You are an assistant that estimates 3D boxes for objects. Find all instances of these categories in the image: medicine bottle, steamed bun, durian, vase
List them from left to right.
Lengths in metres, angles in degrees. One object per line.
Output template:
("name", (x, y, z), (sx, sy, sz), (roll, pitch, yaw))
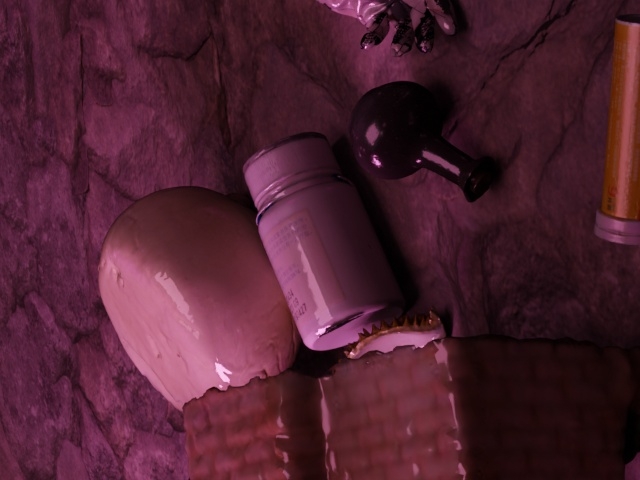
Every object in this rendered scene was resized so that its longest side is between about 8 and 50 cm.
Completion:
("steamed bun", (-0.141, 0.074, 2.064), (0.334, 0.233, 0.312), (51, 153, 11))
("medicine bottle", (0.000, 0.000, 1.922), (0.143, 0.143, 0.258), (-45, 63, 54))
("durian", (0.090, 0.191, 1.890), (0.139, 0.144, 0.252), (13, 108, 33))
("vase", (0.120, -0.107, 1.734), (0.183, 0.120, 0.120), (35, 130, 30))
("medicine bottle", (0.310, -0.108, 1.458), (0.074, 0.074, 0.218), (25, 120, 53))

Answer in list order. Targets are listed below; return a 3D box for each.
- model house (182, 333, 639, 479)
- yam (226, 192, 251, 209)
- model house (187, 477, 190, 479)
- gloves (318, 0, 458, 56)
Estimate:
("model house", (0.123, 0.328, 1.541), (0.445, 0.395, 0.400), (-22, 65, 49))
("yam", (-0.160, 0.012, 2.270), (0.057, 0.056, 0.241), (62, 143, 24))
("model house", (-0.050, 0.404, 2.061), (0.284, 0.243, 0.298), (53, 145, 6))
("gloves", (0.076, -0.292, 1.747), (0.212, 0.111, 0.128), (27, 122, 18))
